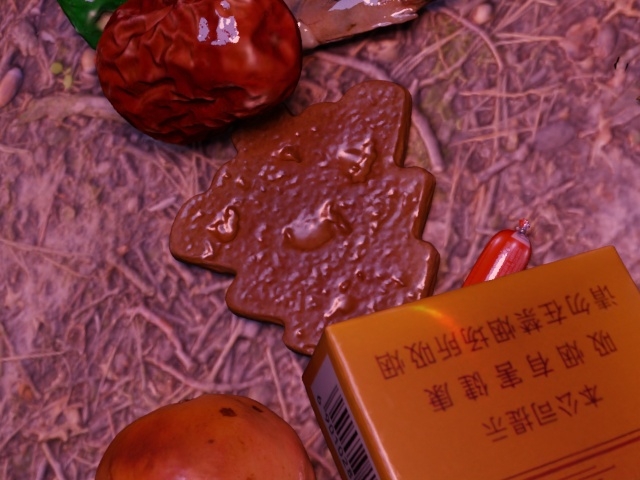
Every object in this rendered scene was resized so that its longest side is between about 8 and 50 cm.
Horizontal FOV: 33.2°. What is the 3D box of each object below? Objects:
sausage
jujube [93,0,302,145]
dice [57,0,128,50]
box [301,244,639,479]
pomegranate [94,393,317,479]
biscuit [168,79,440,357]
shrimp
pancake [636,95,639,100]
[{"bbox_3d":[0.143,0.043,0.942,0.145,0.048,0.050,-60,31,-5],"label":"sausage"},{"bbox_3d":[-0.111,-0.171,1.008,0.230,0.155,0.155,-4,71,49],"label":"jujube"},{"bbox_3d":[-0.205,-0.276,1.117,0.131,0.120,0.128,-27,67,9],"label":"dice"},{"bbox_3d":[0.184,0.228,0.773,0.265,0.115,0.415,-13,65,-21],"label":"box"},{"bbox_3d":[-0.097,0.224,0.905,0.191,0.191,0.191,-6,73,18],"label":"pomegranate"},{"bbox_3d":[0.000,0.000,1.003,0.278,0.043,0.301,-29,65,8],"label":"biscuit"},{"bbox_3d":[0.027,-0.259,1.067,0.254,0.059,0.145,-12,61,21],"label":"shrimp"},{"bbox_3d":[0.421,-0.247,0.926,0.377,0.054,0.197,-35,68,5],"label":"pancake"}]
